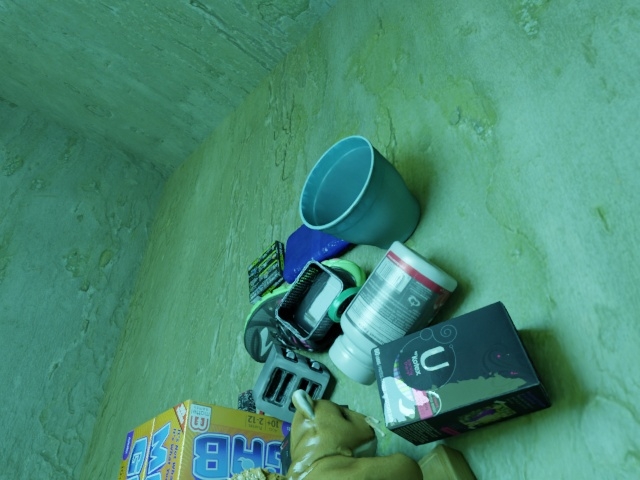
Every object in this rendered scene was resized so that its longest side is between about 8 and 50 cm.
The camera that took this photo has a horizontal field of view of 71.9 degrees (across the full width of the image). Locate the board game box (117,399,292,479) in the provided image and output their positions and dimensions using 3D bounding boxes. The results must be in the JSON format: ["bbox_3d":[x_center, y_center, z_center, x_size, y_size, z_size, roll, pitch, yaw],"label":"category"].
[{"bbox_3d":[-0.285,0.658,1.117,0.356,0.356,0.356,-36,42,35],"label":"board game box"}]

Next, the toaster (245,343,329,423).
[{"bbox_3d":[-0.087,0.397,1.199,0.185,0.168,0.110,-65,10,-6],"label":"toaster"}]

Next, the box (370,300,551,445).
[{"bbox_3d":[0.254,0.255,0.828,0.270,0.143,0.165,-26,46,17],"label":"box"}]

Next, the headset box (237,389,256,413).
[{"bbox_3d":[-0.240,0.531,1.443,0.062,0.032,0.083,-36,40,32],"label":"headset box"}]

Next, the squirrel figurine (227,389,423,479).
[{"bbox_3d":[-0.024,0.440,0.731,0.370,0.397,0.281,-116,17,-56],"label":"squirrel figurine"}]

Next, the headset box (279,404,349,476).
[{"bbox_3d":[0.007,0.552,0.979,0.293,0.110,0.218,-105,33,-45],"label":"headset box"}]

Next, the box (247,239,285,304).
[{"bbox_3d":[-0.205,0.123,1.679,0.191,0.045,0.184,-43,36,27],"label":"box"}]

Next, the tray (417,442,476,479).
[{"bbox_3d":[0.228,0.572,0.706,0.203,0.076,0.411,-50,26,16],"label":"tray"}]

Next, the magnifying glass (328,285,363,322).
[{"bbox_3d":[0.113,0.136,1.126,0.026,0.231,0.092,38,141,33],"label":"magnifying glass"}]

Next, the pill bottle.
[{"bbox_3d":[0.159,0.175,1.040,0.318,0.176,0.176,-56,34,8],"label":"pill bottle"}]

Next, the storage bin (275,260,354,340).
[{"bbox_3d":[-0.013,0.156,1.137,0.122,0.084,0.180,36,95,28],"label":"storage bin"}]

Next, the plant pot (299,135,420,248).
[{"bbox_3d":[0.125,-0.103,1.213,0.272,0.255,0.271,-31,44,36],"label":"plant pot"}]

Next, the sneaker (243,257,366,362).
[{"bbox_3d":[-0.065,0.239,1.287,0.483,0.185,0.202,-41,35,29],"label":"sneaker"}]

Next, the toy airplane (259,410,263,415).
[{"bbox_3d":[-0.168,0.492,1.378,0.151,0.028,0.151,-31,46,38],"label":"toy airplane"}]

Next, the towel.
[{"bbox_3d":[0.000,0.000,1.478,0.308,0.076,0.227,-36,34,34],"label":"towel"}]
